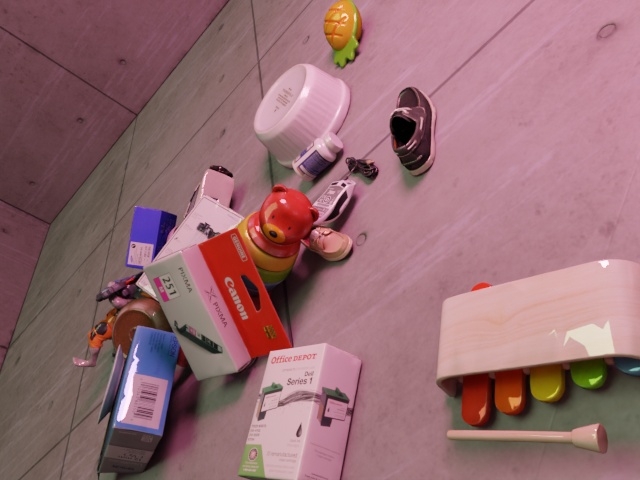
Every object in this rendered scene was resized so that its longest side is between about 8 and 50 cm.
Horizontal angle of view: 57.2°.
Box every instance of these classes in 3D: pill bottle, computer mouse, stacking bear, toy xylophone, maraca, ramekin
[{"bbox_3d":[-0.005,-0.200,1.394,0.120,0.067,0.067,-39,36,27],"label":"pill bottle"},{"bbox_3d":[0.043,-0.098,1.250,0.193,0.042,0.106,-51,35,-14],"label":"computer mouse"},{"bbox_3d":[-0.113,0.008,1.216,0.289,0.175,0.164,-50,-1,40],"label":"stacking bear"},{"bbox_3d":[0.259,0.141,0.717,0.322,0.081,0.236,-13,53,49],"label":"toy xylophone"},{"bbox_3d":[0.063,-0.566,1.599,0.127,0.099,0.186,-25,68,56],"label":"maraca"},{"bbox_3d":[-0.060,-0.333,1.530,0.272,0.127,0.273,-35,38,33],"label":"ramekin"}]

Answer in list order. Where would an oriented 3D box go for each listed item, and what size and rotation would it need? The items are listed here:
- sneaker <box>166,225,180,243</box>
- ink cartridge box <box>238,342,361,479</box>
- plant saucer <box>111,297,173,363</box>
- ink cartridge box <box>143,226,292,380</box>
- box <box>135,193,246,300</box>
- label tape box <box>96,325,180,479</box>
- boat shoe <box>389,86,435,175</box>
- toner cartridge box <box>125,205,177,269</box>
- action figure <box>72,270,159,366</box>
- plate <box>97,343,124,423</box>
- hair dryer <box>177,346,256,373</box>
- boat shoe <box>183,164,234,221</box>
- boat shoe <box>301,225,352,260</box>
[{"bbox_3d":[-0.426,0.081,1.690,0.123,0.105,0.290,-37,38,25],"label":"sneaker"},{"bbox_3d":[-0.033,0.292,0.978,0.160,0.092,0.220,-19,49,45],"label":"ink cartridge box"},{"bbox_3d":[-0.492,0.255,1.587,0.198,0.036,0.199,-1,86,19],"label":"plant saucer"},{"bbox_3d":[-0.213,0.137,1.197,0.238,0.275,0.060,-20,7,35],"label":"ink cartridge box"},{"bbox_3d":[-0.307,0.044,1.485,0.169,0.087,0.290,27,77,31],"label":"box"},{"bbox_3d":[-0.439,0.403,1.402,0.348,0.115,0.249,120,158,-45],"label":"label tape box"},{"bbox_3d":[0.177,-0.236,1.167,0.084,0.079,0.233,-34,37,36],"label":"boat shoe"},{"bbox_3d":[-0.484,-0.006,1.704,0.348,0.075,0.165,177,104,-83],"label":"toner cartridge box"},{"bbox_3d":[-0.569,0.210,1.778,0.330,0.178,0.341,-45,1,14],"label":"action figure"},{"bbox_3d":[-0.495,0.343,1.399,0.188,0.024,0.188,-163,90,-73],"label":"plate"},{"bbox_3d":[-0.250,0.217,1.357,0.293,0.080,0.224,-33,41,36],"label":"hair dryer"},{"bbox_3d":[-0.335,-0.035,1.684,0.158,0.127,0.341,-37,35,62],"label":"boat shoe"},{"bbox_3d":[0.000,0.000,1.219,0.170,0.059,0.063,10,71,57],"label":"boat shoe"}]
